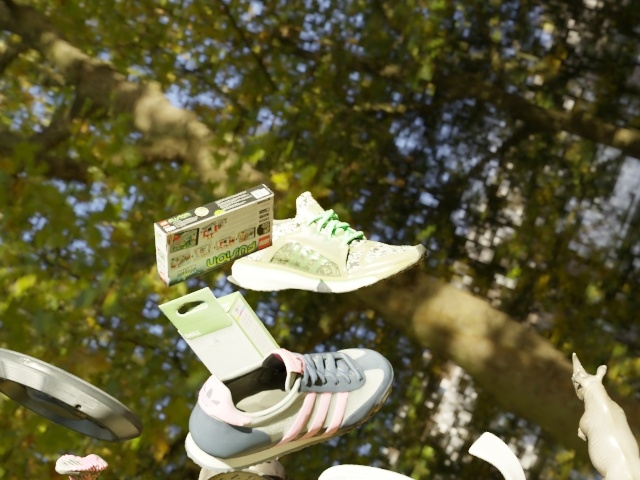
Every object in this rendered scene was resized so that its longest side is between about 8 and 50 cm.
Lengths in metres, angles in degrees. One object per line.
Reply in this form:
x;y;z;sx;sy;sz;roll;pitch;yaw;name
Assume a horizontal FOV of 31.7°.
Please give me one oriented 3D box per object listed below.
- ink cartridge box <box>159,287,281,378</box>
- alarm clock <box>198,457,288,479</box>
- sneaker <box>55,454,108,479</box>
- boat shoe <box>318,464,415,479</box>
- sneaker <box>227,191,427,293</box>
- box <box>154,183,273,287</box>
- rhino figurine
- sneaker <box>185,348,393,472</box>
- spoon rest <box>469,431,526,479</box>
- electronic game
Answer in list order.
-0.162;0.152;1.885;0.209;0.109;0.062;55;-147;-25;ink cartridge box
-0.125;0.363;1.612;0.129;0.192;0.064;47;-158;-23;alarm clock
-0.428;0.413;1.999;0.119;0.047;0.057;19;-77;-59;sneaker
0.125;0.374;1.310;0.103;0.320;0.118;-47;-14;-46;boat shoe
0.000;0.000;2.145;0.158;0.410;0.182;-24;-69;-63;sneaker
-0.173;-0.009;1.869;0.207;0.036;0.114;-22;-45;-28;box
0.421;0.279;1.670;0.106;0.073;0.243;75;179;-68;rhino figurine
-0.021;0.187;1.439;0.319;0.112;0.131;-20;-43;-37;sneaker
0.271;0.434;1.754;0.137;0.084;0.276;-34;-48;-44;spoon rest
-0.335;0.200;1.458;0.048;0.229;0.229;-66;-24;-22;electronic game
